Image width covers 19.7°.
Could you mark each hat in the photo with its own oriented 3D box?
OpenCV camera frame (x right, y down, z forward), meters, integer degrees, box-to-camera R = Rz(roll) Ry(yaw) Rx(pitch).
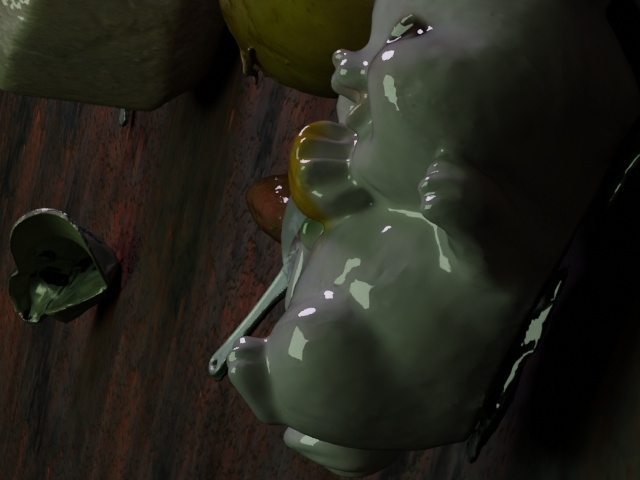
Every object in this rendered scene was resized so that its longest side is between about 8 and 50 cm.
[{"bbox_3d":[-0.264,0.017,1.857,0.166,0.122,0.081,79,-157,-55],"label":"hat"}]

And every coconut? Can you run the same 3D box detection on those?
[{"bbox_3d":[-0.212,-0.239,1.621,0.237,0.265,0.237,-173,90,-79],"label":"coconut"}]

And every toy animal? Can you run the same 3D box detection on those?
[{"bbox_3d":[0.071,-0.041,0.894,0.325,0.154,0.208,-62,-5,-9],"label":"toy animal"}]

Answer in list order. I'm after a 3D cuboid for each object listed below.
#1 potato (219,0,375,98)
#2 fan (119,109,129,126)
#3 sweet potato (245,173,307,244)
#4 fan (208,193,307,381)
[{"bbox_3d":[0.020,-0.173,1.082,0.173,0.140,0.300,70,161,4],"label":"potato"},{"bbox_3d":[-0.183,-0.282,1.949,0.229,0.011,0.335,164,117,-69],"label":"fan"},{"bbox_3d":[0.000,0.000,1.226,0.214,0.050,0.050,44,122,60],"label":"sweet potato"},{"bbox_3d":[-0.006,0.006,1.184,0.227,0.008,0.152,-50,35,21],"label":"fan"}]
